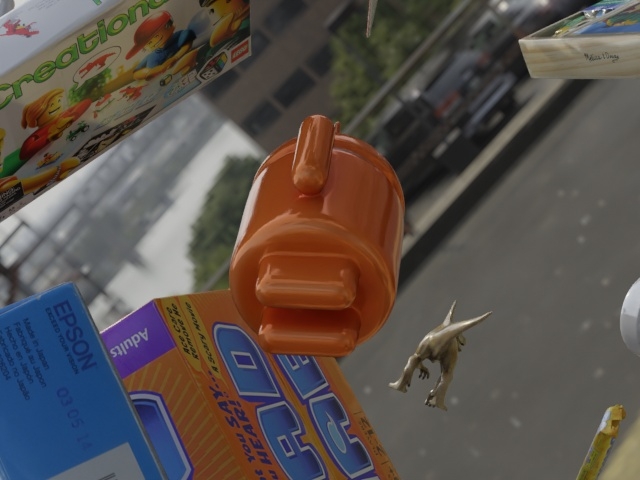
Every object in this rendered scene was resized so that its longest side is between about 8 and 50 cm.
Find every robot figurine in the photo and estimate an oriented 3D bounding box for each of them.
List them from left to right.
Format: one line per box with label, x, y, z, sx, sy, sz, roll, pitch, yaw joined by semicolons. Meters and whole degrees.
robot figurine;0.000;0.002;1.265;0.128;0.158;0.219;-33;24;26

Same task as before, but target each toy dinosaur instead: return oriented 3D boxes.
toy dinosaur;0.100;0.092;1.410;0.183;0.053;0.093;91;-158;-83

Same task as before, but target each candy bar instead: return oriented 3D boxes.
candy bar;0.234;0.201;1.440;0.161;0.018;0.040;103;-167;-45

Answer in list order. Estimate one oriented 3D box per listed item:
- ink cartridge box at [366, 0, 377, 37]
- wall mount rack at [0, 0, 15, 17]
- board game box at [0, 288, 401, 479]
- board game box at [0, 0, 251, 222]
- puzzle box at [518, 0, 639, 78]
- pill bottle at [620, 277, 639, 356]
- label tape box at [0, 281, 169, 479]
ink cartridge box;0.060;-0.415;1.935;0.239;0.060;0.275;96;-174;-66
wall mount rack;-0.399;-0.374;1.991;0.350;0.130;0.304;136;139;-80
board game box;-0.146;0.286;1.662;0.356;0.357;0.356;-32;-10;17
board game box;-0.188;-0.143;1.357;0.305;0.053;0.193;-36;-21;-18
puzzle box;0.420;-0.250;1.782;0.272;0.052;0.409;-26;13;-16
pill bottle;0.349;0.081;1.421;0.108;0.108;0.180;-50;34;-16
label tape box;-0.185;0.176;1.281;0.106;0.241;0.334;-25;-5;-10
